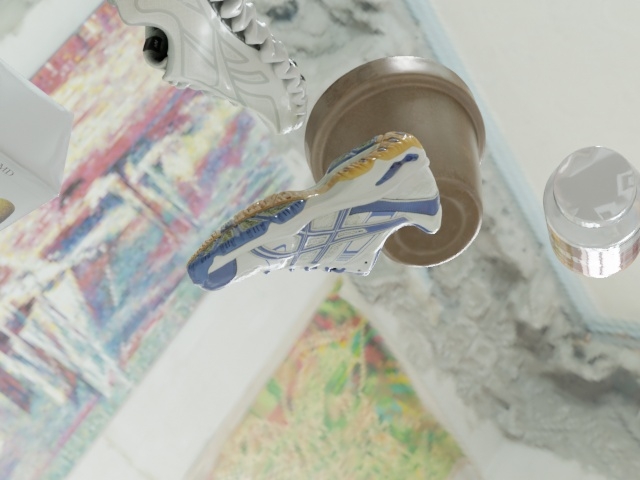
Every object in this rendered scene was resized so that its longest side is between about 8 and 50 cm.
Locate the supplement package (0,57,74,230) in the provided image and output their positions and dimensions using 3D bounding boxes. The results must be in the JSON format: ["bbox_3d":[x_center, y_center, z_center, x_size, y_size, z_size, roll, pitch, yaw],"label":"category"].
[{"bbox_3d":[-0.423,-0.084,1.274,0.244,0.134,0.139,-27,-47,28],"label":"supplement package"}]

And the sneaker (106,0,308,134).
[{"bbox_3d":[-0.106,-0.188,1.080,0.110,0.118,0.292,43,-5,37],"label":"sneaker"}]

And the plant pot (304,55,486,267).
[{"bbox_3d":[0.123,-0.090,1.521,0.263,0.263,0.229,55,11,-36],"label":"plant pot"}]

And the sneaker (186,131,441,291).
[{"bbox_3d":[0.000,0.000,1.221,0.131,0.296,0.112,63,0,-18],"label":"sneaker"}]

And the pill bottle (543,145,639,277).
[{"bbox_3d":[0.234,-0.025,0.940,0.086,0.086,0.152,26,-8,20],"label":"pill bottle"}]
